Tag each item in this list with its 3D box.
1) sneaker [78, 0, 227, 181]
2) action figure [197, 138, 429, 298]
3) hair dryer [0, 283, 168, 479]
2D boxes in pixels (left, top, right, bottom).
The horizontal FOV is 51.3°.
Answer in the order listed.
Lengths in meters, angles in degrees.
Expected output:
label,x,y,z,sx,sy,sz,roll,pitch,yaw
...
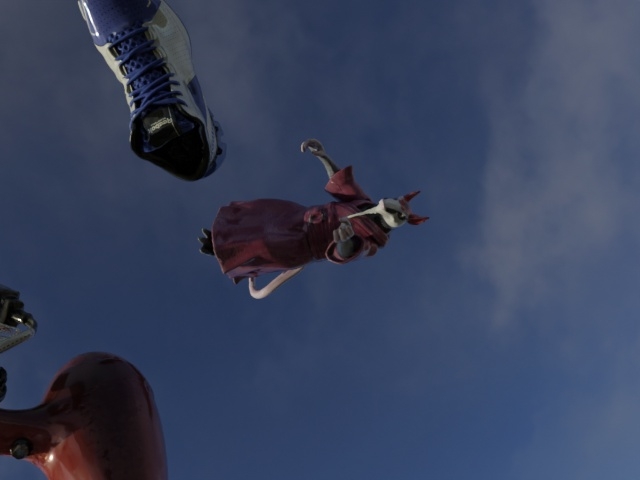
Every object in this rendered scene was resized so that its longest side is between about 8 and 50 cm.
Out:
label,x,y,z,sx,sy,sz,roll,pitch,yaw
sneaker,-0.228,-0.216,0.956,0.127,0.182,0.315,-24,-70,2
action figure,0.000,0.000,1.117,0.370,0.248,0.275,-7,-46,13
hair dryer,-0.209,0.130,0.429,0.223,0.294,0.080,-32,-39,-61
